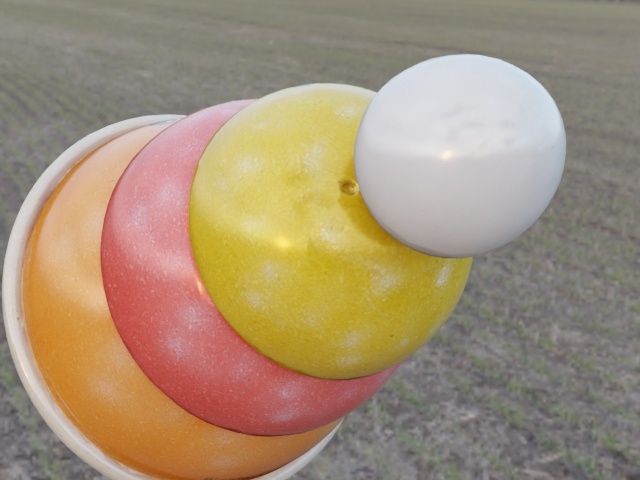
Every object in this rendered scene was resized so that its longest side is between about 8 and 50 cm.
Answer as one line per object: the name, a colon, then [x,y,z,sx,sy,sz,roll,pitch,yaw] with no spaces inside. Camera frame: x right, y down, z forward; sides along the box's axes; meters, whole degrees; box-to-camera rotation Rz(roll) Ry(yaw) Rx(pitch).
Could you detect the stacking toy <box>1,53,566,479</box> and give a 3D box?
stacking toy: [0.000,0.000,0.707,0.351,0.350,0.480,-9,-11,-36]
